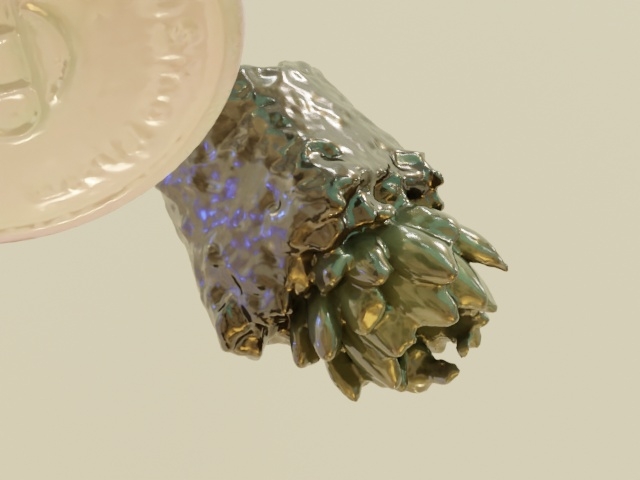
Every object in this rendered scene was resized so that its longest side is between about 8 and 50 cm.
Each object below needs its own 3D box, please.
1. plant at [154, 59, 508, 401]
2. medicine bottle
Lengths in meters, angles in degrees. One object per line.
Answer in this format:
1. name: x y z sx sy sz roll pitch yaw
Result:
1. plant: 0.000 0.000 0.947 0.132 0.129 0.194 -6 -131 -52
2. medicine bottle: -0.118 -0.136 0.559 0.152 0.152 0.254 -9 -134 -10
